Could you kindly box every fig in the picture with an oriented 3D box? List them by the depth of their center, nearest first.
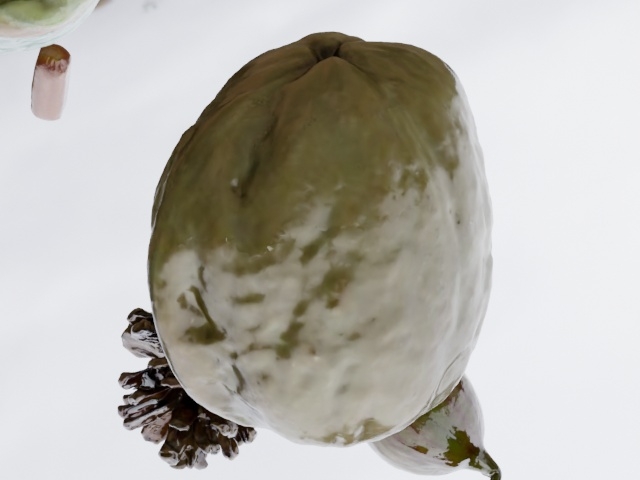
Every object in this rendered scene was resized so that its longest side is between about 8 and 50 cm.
[{"bbox_3d":[0.132,0.207,1.678,0.186,0.142,0.148,24,-132,12],"label":"fig"}]

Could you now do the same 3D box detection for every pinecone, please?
[{"bbox_3d":[-0.125,0.133,1.475,0.150,0.179,0.195,3,-125,-6],"label":"pinecone"}]

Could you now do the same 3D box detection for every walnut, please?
[{"bbox_3d":[0.000,0.000,1.006,0.283,0.283,0.227,-35,-140,-29],"label":"walnut"}]

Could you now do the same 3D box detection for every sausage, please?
[{"bbox_3d":[-0.296,-0.174,1.635,0.131,0.039,0.041,122,-11,-64],"label":"sausage"}]

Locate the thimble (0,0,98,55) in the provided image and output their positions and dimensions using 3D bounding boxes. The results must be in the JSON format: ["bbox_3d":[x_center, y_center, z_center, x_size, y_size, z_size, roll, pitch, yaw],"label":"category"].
[{"bbox_3d":[-0.319,-0.316,1.450,0.254,0.288,0.167,14,171,-12],"label":"thimble"}]
